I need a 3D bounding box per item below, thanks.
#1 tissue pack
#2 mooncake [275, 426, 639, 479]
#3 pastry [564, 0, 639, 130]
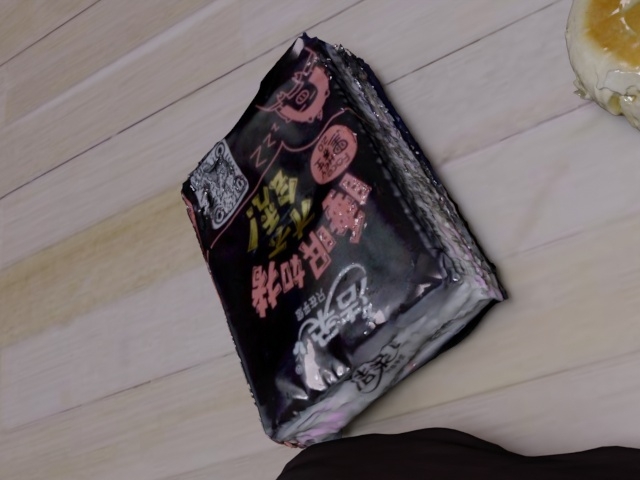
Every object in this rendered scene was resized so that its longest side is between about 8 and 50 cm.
[{"bbox_3d":[0.000,0.000,0.925,0.245,0.123,0.332,-46,49,25],"label":"tissue pack"},{"bbox_3d":[0.130,0.234,0.604,0.381,0.351,0.212,-4,79,50],"label":"mooncake"},{"bbox_3d":[0.273,-0.164,0.778,0.166,0.088,0.165,-13,69,37],"label":"pastry"}]
